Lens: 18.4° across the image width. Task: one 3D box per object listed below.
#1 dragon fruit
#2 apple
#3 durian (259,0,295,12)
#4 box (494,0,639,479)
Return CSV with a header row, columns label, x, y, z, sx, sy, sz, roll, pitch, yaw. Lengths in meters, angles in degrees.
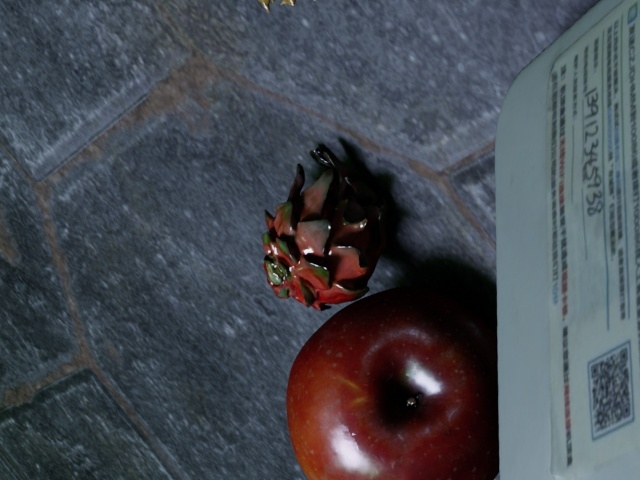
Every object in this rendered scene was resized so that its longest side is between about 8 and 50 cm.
label,x,y,z,sx,sy,sz,roll,pitch,yaw
dragon fruit,0.002,-0.003,1.846,0.130,0.121,0.142,45,127,-6
apple,0.076,0.154,1.826,0.218,0.218,0.201,49,176,1
durian,0.006,-0.271,1.458,0.185,0.195,0.305,37,147,9
box,0.241,0.005,1.309,0.111,0.396,0.396,8,158,-20
